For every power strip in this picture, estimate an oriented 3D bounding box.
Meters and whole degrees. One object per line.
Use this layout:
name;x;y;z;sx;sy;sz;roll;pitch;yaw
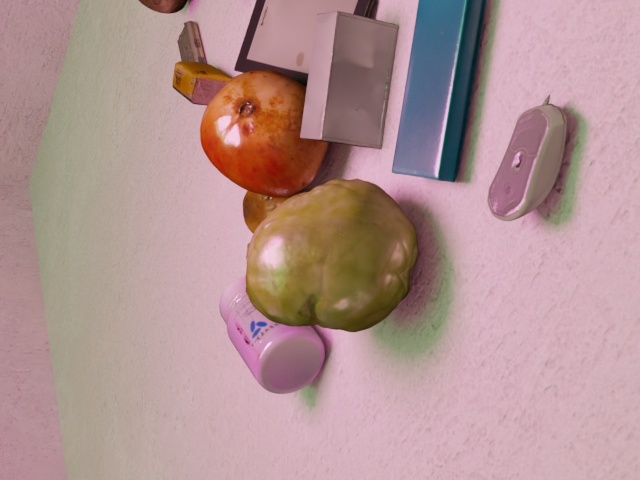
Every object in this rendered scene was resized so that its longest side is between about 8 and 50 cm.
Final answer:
power strip;-0.358;-0.516;2.340;0.092;0.034;0.268;-52;44;44

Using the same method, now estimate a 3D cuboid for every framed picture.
framed picture;-0.033;-0.439;1.689;0.347;0.016;0.265;24;99;44

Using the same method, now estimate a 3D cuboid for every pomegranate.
pomegranate;-0.105;-0.203;1.661;0.229;0.252;0.270;-63;-14;-12

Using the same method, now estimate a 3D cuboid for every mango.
mango;-0.091;-0.068;1.765;0.195;0.098;0.137;0;81;54

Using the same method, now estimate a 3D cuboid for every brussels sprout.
brussels sprout;0.027;0.026;1.405;0.273;0.316;0.243;-9;110;41

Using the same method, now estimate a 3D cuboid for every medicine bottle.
medicine bottle;-0.105;0.182;1.698;0.254;0.152;0.152;48;126;52

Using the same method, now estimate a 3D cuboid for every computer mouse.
computer mouse;0.292;-0.110;1.156;0.089;0.056;0.182;28;102;56

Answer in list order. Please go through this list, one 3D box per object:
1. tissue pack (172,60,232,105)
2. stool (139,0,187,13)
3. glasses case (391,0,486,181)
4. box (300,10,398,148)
tissue pack;-0.296;-0.399;2.136;0.169;0.120;0.082;42;123;55
stool;-0.405;-0.779;2.318;0.264;0.179;0.179;-42;51;49
glasses case;0.195;-0.246;1.337;0.117;0.070;0.301;17;99;53
box;0.050;-0.287;1.520;0.086;0.129;0.225;18;101;59
